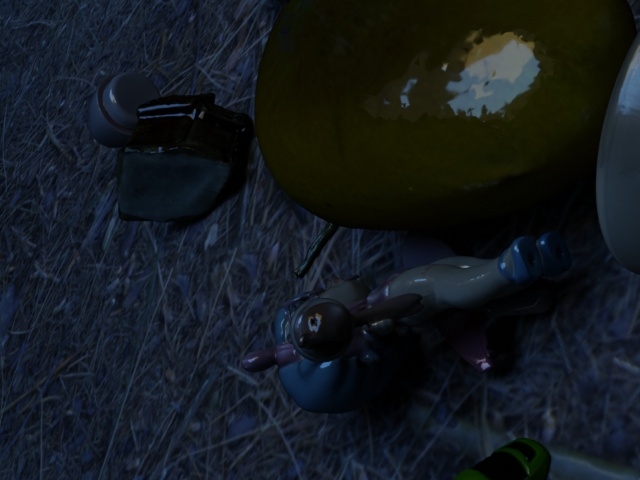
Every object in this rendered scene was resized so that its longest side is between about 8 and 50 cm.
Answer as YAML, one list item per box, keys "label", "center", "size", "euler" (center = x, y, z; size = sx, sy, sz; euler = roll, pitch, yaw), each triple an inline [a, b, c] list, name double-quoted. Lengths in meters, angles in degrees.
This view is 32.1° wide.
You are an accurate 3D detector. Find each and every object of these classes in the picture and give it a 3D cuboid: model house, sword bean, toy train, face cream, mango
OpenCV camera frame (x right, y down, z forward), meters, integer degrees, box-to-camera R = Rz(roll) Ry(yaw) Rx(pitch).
- label: "model house"
  center: [-0.149, -0.109, 1.261]
  size: [0.165, 0.106, 0.152]
  euler: [0, 47, 17]
- label: "sword bean"
  center: [0.000, 0.000, 1.025]
  size: [0.083, 0.012, 0.012]
  euler: [-55, 32, 13]
- label: "toy train"
  center: [0.079, 0.217, 0.714]
  size: [0.044, 0.042, 0.209]
  euler: [24, 87, 58]
- label: "face cream"
  center: [-0.258, -0.168, 1.452]
  size: [0.095, 0.091, 0.091]
  euler: [-32, 41, 51]
- label: "mango"
  center: [0.085, -0.119, 0.824]
  size: [0.253, 0.182, 0.365]
  euler: [-60, 27, -6]

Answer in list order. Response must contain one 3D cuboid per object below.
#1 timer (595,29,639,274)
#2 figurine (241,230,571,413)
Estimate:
- label: "timer"
  center: [0.291, -0.028, 0.533]
  size: [0.266, 0.175, 0.175]
  euler: [22, 85, 40]
- label: "figurine"
  center: [0.052, 0.064, 0.785]
  size: [0.260, 0.103, 0.205]
  euler: [-25, 4, 41]
